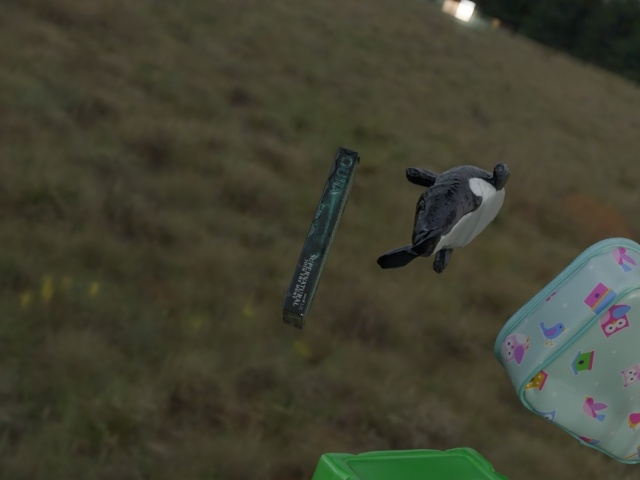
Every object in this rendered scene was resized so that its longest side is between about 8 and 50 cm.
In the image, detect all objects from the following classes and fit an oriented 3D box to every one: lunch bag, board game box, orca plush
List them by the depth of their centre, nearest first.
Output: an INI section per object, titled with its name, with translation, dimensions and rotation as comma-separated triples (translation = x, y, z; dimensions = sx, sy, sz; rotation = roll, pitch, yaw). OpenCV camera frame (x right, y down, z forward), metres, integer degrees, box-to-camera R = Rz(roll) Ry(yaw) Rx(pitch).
[board game box]
translation = 0.000, 0.000, 1.793
dimensions = 0.026, 0.186, 0.126
rotation = 19, -10, 3
[lunch bag]
translation = 0.351, 0.126, 1.874
dimensions = 0.279, 0.224, 0.108
rotation = 30, 20, -39
[orca plush]
translation = 0.129, -0.037, 1.949
dimensions = 0.102, 0.151, 0.287
rotation = 35, 37, 13

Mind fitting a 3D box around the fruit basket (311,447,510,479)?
[fruit basket]
translation = 0.089, 0.411, 1.513
dimensions = 0.282, 0.392, 0.392
rotation = 0, 17, -20
